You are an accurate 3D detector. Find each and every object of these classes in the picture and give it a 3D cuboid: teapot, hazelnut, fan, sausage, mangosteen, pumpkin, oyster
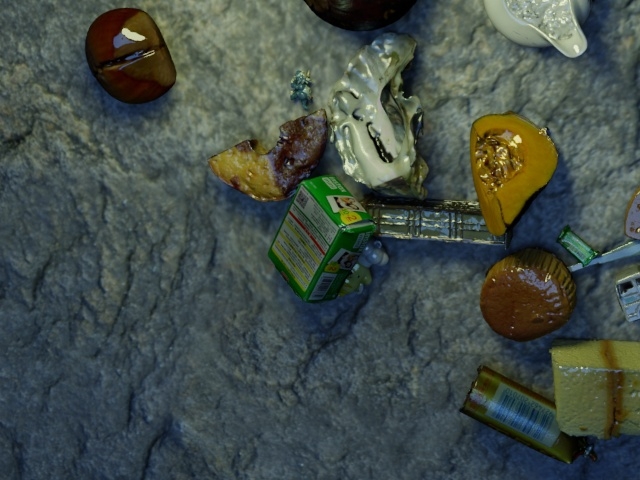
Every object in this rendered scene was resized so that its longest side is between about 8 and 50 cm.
[{"bbox_3d":[0.399,-0.484,1.784,0.299,0.166,0.208,46,126,-11],"label":"teapot"},{"bbox_3d":[-0.422,-0.397,2.054,0.181,0.181,0.212,-20,110,2],"label":"hazelnut"},{"bbox_3d":[0.622,0.018,1.935,0.282,0.023,0.057,-18,102,20],"label":"fan"},{"bbox_3d":[0.461,0.390,2.051,0.317,0.125,0.117,28,113,4],"label":"sausage"},{"bbox_3d":[0.080,-0.546,1.813,0.288,0.288,0.288,5,108,16],"label":"mangosteen"},{"bbox_3d":[0.397,-0.120,1.889,0.163,0.278,0.111,-5,148,-8],"label":"pumpkin"},{"bbox_3d":[0.137,-0.243,1.945,0.238,0.115,0.351,-26,82,40],"label":"oyster"}]

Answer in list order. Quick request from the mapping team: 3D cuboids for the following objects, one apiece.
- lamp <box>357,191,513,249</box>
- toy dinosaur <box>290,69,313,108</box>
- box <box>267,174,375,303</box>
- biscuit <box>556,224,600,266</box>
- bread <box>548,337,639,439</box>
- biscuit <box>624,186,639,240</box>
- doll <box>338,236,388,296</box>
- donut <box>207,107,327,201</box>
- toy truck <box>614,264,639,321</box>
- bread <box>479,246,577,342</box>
[{"bbox_3d":[0.242,-0.043,1.999,0.325,0.090,0.089,4,108,17],"label":"lamp"},{"bbox_3d":[-0.038,-0.326,2.032,0.047,0.030,0.083,10,109,17],"label":"toy dinosaur"},{"bbox_3d":[0.000,0.000,2.025,0.180,0.103,0.250,51,131,30],"label":"box"},{"bbox_3d":[0.531,0.013,1.953,0.089,0.016,0.046,44,104,16],"label":"biscuit"},{"bbox_3d":[0.601,0.313,1.973,0.240,0.135,0.178,0,110,13],"label":"bread"},{"bbox_3d":[0.703,-0.071,1.870,0.221,0.029,0.142,-31,86,21],"label":"biscuit"},{"bbox_3d":[0.080,0.054,2.095,0.106,0.062,0.162,42,113,-3],"label":"doll"},{"bbox_3d":[-0.077,-0.178,2.046,0.295,0.112,0.151,-21,103,26],"label":"donut"},{"bbox_3d":[0.711,0.075,1.882,0.242,0.101,0.125,-22,95,20],"label":"toy truck"},{"bbox_3d":[0.431,0.120,1.967,0.199,0.104,0.199,10,119,20],"label":"bread"}]
